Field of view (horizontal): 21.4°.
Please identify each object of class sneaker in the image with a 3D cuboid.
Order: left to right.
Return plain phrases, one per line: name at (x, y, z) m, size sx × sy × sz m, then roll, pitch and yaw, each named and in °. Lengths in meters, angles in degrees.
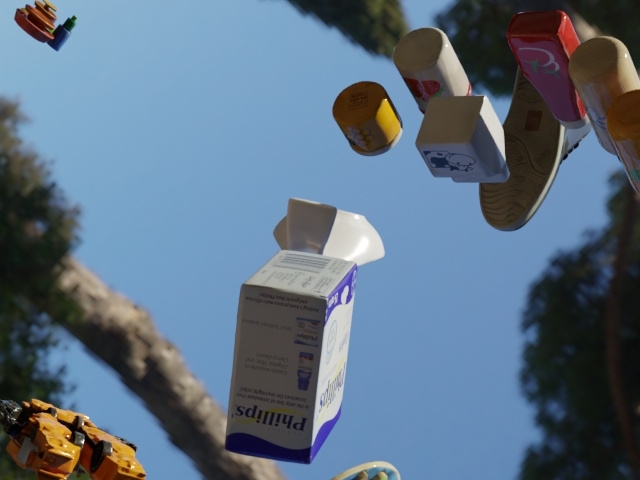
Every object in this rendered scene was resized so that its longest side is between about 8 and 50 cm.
sneaker at (0.246, -0.097, 1.844) m, size 0.083 × 0.118 × 0.222 m, roll 12°, pitch -106°, yaw 31°

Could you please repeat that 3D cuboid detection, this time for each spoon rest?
spoon rest at (0.000, 0.000, 1.975) m, size 0.276 × 0.137 × 0.084 m, roll 16°, pitch 88°, yaw -81°

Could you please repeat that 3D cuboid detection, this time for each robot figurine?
robot figurine at (-0.346, 0.288, 2.313) m, size 0.085 × 0.211 × 0.291 m, roll -69°, pitch -159°, yaw -1°

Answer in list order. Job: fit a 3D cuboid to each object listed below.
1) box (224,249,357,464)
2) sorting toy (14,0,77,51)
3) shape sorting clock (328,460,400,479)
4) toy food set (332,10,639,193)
box at (-0.022, 0.090, 1.339) m, size 0.126 × 0.072 × 0.137 m, roll -45°, pitch 143°, yaw -73°
sorting toy at (-0.289, -0.235, 1.795) m, size 0.042 × 0.061 × 0.102 m, roll -50°, pitch -169°, yaw 6°
shape sorting clock at (0.016, 0.350, 2.091) m, size 0.206 × 0.206 × 0.040 m, roll -44°, pitch -116°, yaw 8°
toy food set at (0.134, -0.075, 1.116) m, size 0.232 × 0.104 × 0.111 m, roll 0°, pitch -126°, yaw 29°
